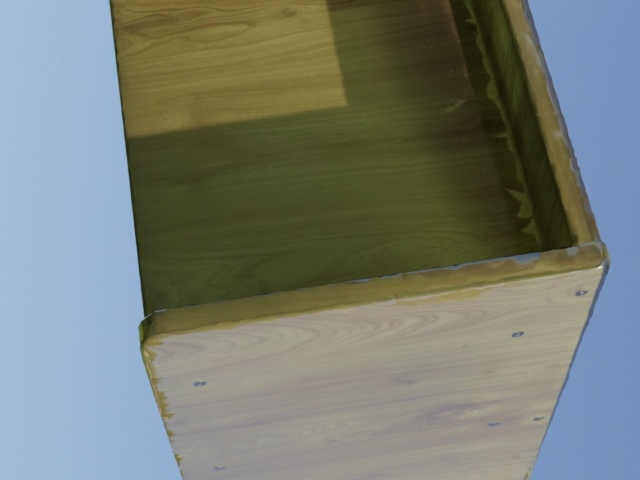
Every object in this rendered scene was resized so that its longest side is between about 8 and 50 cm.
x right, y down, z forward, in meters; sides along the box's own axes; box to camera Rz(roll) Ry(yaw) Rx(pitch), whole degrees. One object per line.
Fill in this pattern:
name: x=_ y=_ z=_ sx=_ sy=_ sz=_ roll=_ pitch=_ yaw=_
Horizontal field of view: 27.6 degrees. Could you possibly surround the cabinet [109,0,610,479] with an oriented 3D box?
cabinet: x=0.000 y=0.000 z=0.504 sx=0.215 sy=0.148 sz=0.175 roll=88 pitch=-7 yaw=-60
